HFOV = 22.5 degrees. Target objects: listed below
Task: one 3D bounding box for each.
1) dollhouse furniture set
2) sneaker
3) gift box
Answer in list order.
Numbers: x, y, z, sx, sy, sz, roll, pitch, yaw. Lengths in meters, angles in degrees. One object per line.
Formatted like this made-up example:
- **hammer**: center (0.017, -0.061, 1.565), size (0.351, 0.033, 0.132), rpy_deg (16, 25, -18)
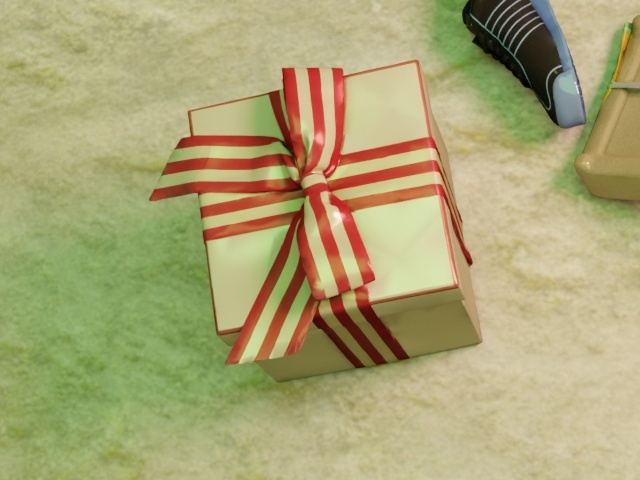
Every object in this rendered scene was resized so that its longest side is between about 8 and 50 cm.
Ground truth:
- **dollhouse furniture set**: center (0.424, -0.100, 1.563), size (0.301, 0.151, 0.197), rpy_deg (7, 65, 44)
- **sneaker**: center (0.200, -0.205, 1.642), size (0.090, 0.081, 0.232), rpy_deg (-20, 63, 8)
- **gift box**: center (0.000, 0.000, 1.521), size (0.276, 0.258, 0.255), rpy_deg (-16, 70, 6)
